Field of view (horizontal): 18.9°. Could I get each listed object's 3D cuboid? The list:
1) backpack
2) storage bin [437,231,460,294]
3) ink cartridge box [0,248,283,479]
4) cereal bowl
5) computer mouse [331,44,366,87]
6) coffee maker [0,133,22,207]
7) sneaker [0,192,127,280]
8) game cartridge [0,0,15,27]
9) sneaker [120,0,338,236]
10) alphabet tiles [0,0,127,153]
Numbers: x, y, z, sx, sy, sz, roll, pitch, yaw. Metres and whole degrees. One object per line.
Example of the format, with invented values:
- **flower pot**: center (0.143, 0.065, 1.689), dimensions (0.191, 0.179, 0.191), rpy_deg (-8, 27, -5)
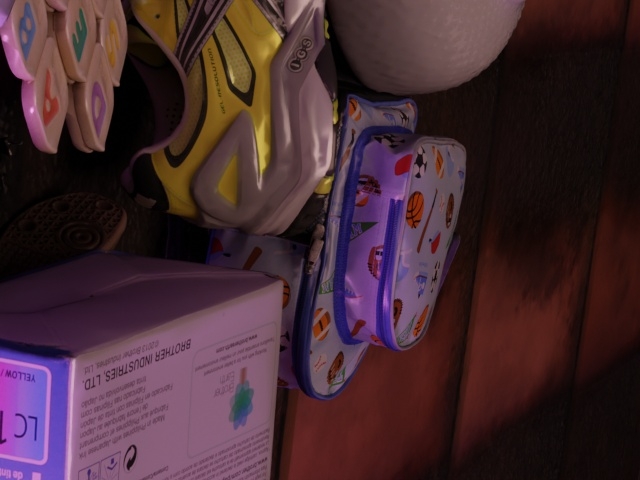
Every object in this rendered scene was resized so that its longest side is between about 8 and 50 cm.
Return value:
- **backpack**: center (0.000, 0.000, 1.602), dimensions (0.276, 0.213, 0.263), rpy_deg (-2, 110, -68)
- **storage bin**: center (0.060, 0.019, 1.891), dimensions (0.091, 0.098, 0.135), rpy_deg (46, 54, -29)
- **ink cartridge box**: center (-0.156, 0.225, 1.229), dimensions (0.270, 0.151, 0.395), rpy_deg (-18, 114, -62)
- **cereal bowl**: center (0.123, -0.299, 1.765), dimensions (0.339, 0.141, 0.338), rpy_deg (4, 90, -68)
- **computer mouse**: center (0.005, -0.064, 1.774), dimensions (0.071, 0.041, 0.242), rpy_deg (11, 91, -68)
- **coffee maker**: center (-0.250, -0.092, 1.114), dimensions (0.171, 0.120, 0.178), rpy_deg (-85, 175, -60)
- **sneaker**: center (-0.204, 0.036, 1.337), dimensions (0.188, 0.066, 0.071), rpy_deg (-45, 157, -44)
- **game cartridge**: center (-0.242, -0.245, 0.970), dimensions (0.294, 0.060, 0.196), rpy_deg (41, 57, -39)
- **sneaker**: center (-0.072, -0.197, 1.402), dimensions (0.145, 0.147, 0.384), rpy_deg (152, -62, -66)
- **alphabet tiles**: center (-0.165, -0.203, 1.227), dimensions (0.278, 0.021, 0.284), rpy_deg (-83, 167, -48)
